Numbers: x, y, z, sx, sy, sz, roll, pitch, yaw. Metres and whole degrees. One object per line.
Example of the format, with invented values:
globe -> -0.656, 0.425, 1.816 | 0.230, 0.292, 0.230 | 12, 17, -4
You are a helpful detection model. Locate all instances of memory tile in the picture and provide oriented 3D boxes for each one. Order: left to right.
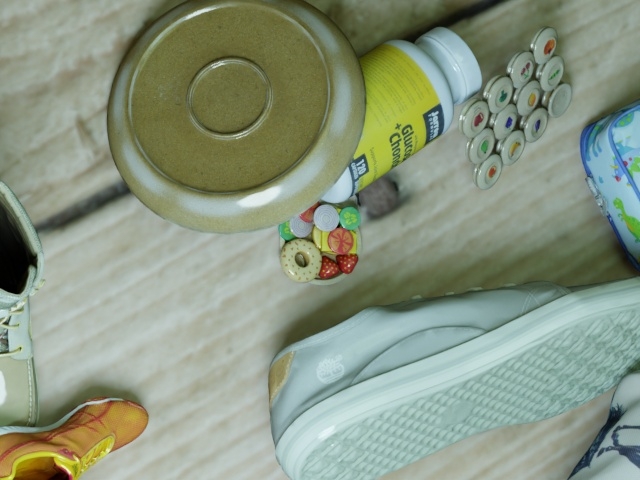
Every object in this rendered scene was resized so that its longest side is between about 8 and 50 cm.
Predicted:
memory tile -> 0.187, -0.125, 1.765 | 0.148, 0.012, 0.113 | -46, 142, -23

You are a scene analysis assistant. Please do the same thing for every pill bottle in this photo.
pill bottle -> 0.057, -0.121, 1.707 | 0.184, 0.103, 0.103 | -34, 94, -21

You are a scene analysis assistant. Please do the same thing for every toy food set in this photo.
toy food set -> 0.000, 0.000, 1.710 | 0.083, 0.020, 0.082 | 4, 80, -19

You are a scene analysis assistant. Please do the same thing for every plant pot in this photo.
plant pot -> -0.078, -0.121, 1.634 | 0.236, 0.032, 0.236 | -3, 72, 10

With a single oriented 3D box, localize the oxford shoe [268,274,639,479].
oxford shoe -> 0.145, 0.097, 1.689 | 0.449, 0.169, 0.130 | -16, 51, -23

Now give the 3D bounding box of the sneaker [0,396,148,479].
sneaker -> -0.211, 0.181, 1.558 | 0.175, 0.064, 0.067 | -18, 46, -41

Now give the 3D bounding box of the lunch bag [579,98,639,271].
lunch bag -> 0.374, -0.072, 1.823 | 0.219, 0.090, 0.176 | -27, 90, -22

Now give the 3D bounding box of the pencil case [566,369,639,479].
pencil case -> 0.234, 0.308, 1.664 | 0.160, 0.183, 0.410 | 41, 72, -4

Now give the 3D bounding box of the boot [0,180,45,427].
boot -> -0.266, 0.062, 1.523 | 0.077, 0.165, 0.213 | -10, 85, -22
